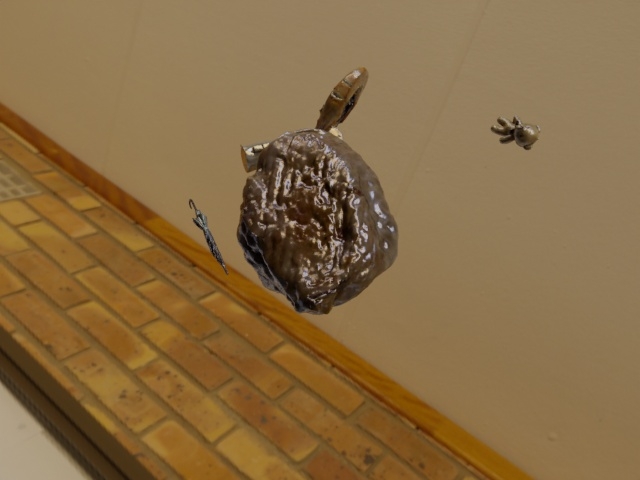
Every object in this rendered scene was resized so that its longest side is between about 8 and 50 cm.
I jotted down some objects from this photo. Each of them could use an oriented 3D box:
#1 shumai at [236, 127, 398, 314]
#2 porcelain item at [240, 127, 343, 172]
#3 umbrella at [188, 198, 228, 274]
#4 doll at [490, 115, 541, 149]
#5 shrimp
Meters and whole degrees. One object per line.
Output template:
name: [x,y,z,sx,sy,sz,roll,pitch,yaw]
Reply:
shumai: [0.002,-0.003,0.728,0.218,0.183,0.185,53,-7,27]
porcelain item: [-0.058,-0.196,1.241,0.084,0.213,0.054,126,-54,-74]
umbrella: [-0.293,-0.019,1.546,0.269,0.044,0.044,56,-38,32]
doll: [0.376,-0.208,1.155,0.062,0.051,0.093,-57,-153,2]
shrimp: [0.031,-0.232,1.043,0.045,0.095,0.162,35,-71,0]
